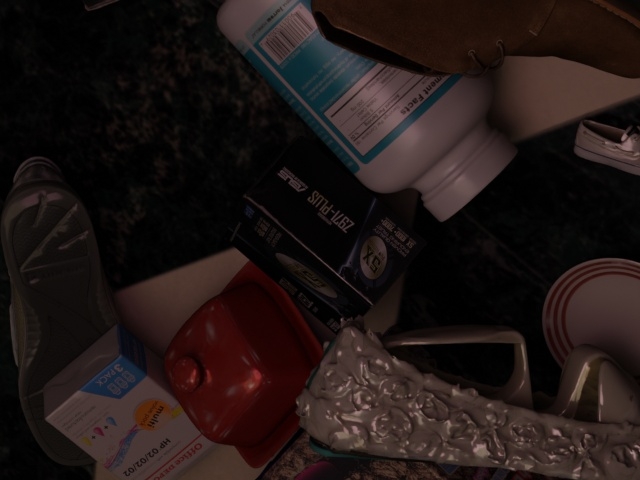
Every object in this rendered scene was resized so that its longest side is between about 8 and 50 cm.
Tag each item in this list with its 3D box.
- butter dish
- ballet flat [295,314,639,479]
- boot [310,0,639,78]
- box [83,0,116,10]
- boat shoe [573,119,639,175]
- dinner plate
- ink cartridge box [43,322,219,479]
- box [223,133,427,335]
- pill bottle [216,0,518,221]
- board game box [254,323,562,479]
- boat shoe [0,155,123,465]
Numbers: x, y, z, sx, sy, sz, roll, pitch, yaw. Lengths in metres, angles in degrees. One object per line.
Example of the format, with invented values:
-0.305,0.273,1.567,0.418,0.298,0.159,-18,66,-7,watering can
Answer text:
-0.090,0.121,1.846,0.160,0.118,0.160,-51,61,34,butter dish
0.183,0.146,1.685,0.409,0.147,0.147,10,123,-16,ballet flat
0.135,-0.171,1.581,0.305,0.115,0.112,17,165,-11,boot
-0.179,-0.368,1.598,0.077,0.242,0.307,-20,104,30,box
0.265,-0.081,1.663,0.100,0.035,0.035,18,123,23,boat shoe
0.269,0.077,1.747,0.141,0.017,0.141,10,118,20,dinner plate
-0.171,0.179,1.912,0.104,0.061,0.181,-40,119,13,ink cartridge box
0.000,0.000,1.735,0.147,0.077,0.180,41,166,0,box
0.047,-0.142,1.663,0.264,0.146,0.146,47,123,-3,pill bottle
0.092,0.270,1.844,0.291,0.141,0.232,40,123,2,board game box
-0.254,0.075,1.937,0.118,0.103,0.320,-12,117,-4,boat shoe
